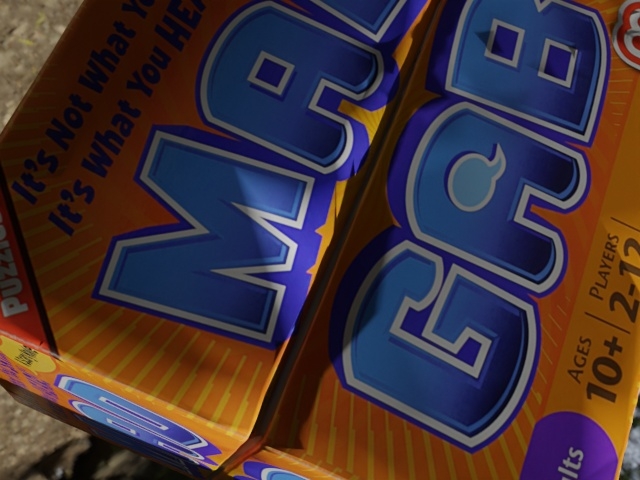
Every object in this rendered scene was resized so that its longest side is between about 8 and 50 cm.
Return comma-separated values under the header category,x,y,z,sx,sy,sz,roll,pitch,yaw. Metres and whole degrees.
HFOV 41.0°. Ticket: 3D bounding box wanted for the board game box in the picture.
category,x,y,z,sx,sy,sz,roll,pitch,yaw
board game box,0.000,0.000,0.626,0.356,0.356,0.356,120,-7,-68
